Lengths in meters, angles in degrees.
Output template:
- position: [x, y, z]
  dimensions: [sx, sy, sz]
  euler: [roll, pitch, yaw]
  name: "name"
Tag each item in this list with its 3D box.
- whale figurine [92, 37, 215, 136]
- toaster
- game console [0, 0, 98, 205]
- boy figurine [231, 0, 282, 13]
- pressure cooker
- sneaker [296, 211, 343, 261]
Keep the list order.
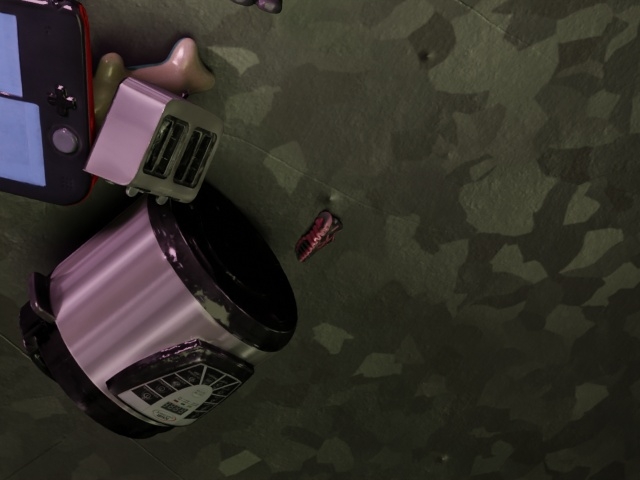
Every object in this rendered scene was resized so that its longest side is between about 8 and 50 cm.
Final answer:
- position: [-0.310, -0.230, 1.703]
  dimensions: [0.272, 0.141, 0.216]
  euler: [-41, 132, -12]
  name: "whale figurine"
- position: [-0.250, -0.155, 1.586]
  dimensions: [0.168, 0.110, 0.186]
  euler: [18, 97, -62]
  name: "toaster"
- position: [-0.523, -0.233, 1.575]
  dimensions: [0.386, 0.060, 0.342]
  euler: [13, 128, 11]
  name: "game console"
- position: [-0.048, -0.490, 1.565]
  dimensions: [0.177, 0.092, 0.285]
  euler: [14, 128, -22]
  name: "boy figurine"
- position: [-0.294, 0.142, 1.824]
  dimensions: [0.420, 0.375, 0.370]
  euler: [-36, 91, 15]
  name: "pressure cooker"
- position: [0.000, 0.000, 1.986]
  dimensions: [0.057, 0.047, 0.119]
  euler: [18, 122, -38]
  name: "sneaker"
